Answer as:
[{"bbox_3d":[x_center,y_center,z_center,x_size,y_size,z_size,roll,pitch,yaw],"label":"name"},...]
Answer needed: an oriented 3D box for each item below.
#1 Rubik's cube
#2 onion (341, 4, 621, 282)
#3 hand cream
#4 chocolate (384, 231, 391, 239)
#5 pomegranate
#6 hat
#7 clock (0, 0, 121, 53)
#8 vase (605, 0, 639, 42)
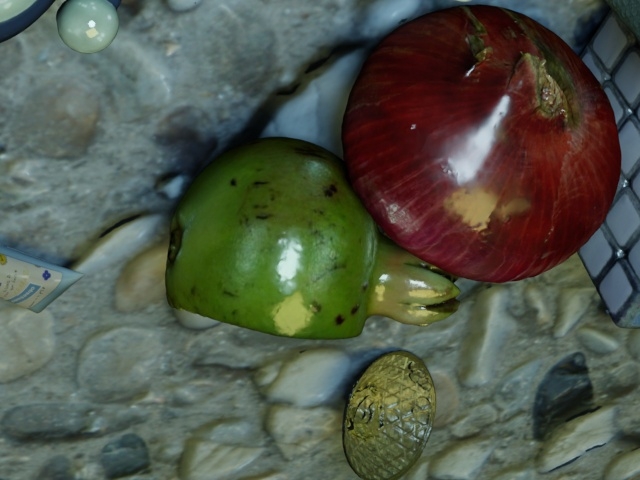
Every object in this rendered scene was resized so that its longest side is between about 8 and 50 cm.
[{"bbox_3d":[0.361,-0.076,1.325,0.237,0.238,0.237,3,135,-30],"label":"Rubik's cube"},{"bbox_3d":[0.138,-0.079,1.223,0.248,0.161,0.248,-3,97,-22],"label":"onion"},{"bbox_3d":[-0.285,0.022,1.285,0.065,0.043,0.170,-36,143,24],"label":"hand cream"},{"bbox_3d":[0.097,-0.017,1.402,0.085,0.086,0.219,2,138,-26],"label":"chocolate"},{"bbox_3d":[-0.010,-0.001,1.260,0.190,0.240,0.159,0,104,-62],"label":"pomegranate"},{"bbox_3d":[0.053,0.185,1.614,0.146,0.067,0.146,-10,104,-44],"label":"hat"},{"bbox_3d":[-0.189,-0.212,0.981,0.243,0.200,0.146,-17,176,-12],"label":"clock"},{"bbox_3d":[0.246,-0.204,1.143,0.096,0.219,0.096,-14,140,-12],"label":"vase"}]
